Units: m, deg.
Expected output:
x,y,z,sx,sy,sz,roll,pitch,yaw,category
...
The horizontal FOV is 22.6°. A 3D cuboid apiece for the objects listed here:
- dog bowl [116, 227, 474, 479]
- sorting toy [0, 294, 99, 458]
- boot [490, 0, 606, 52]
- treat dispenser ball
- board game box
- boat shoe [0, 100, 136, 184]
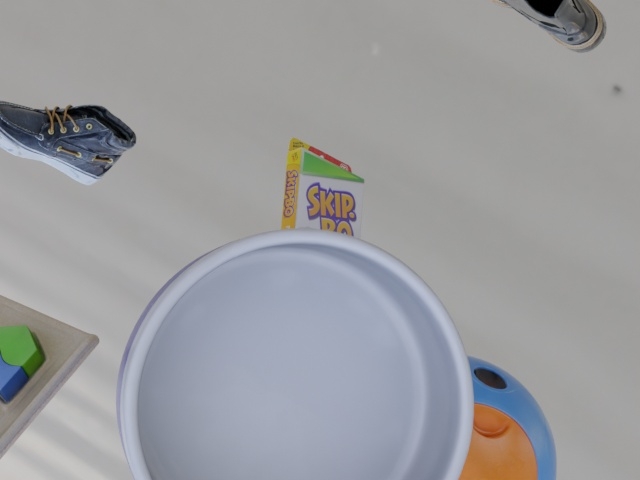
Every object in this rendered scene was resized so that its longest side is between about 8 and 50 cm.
x,y,z,sx,sy,sz,roll,pitch,yaw,category
-0.023,0.124,1.222,0.265,0.265,0.104,39,172,-8,dog bowl
-0.305,0.115,1.280,0.208,0.193,0.038,16,146,37,sorting toy
0.209,-0.285,1.702,0.198,0.077,0.137,36,-171,24,boot
0.164,0.291,2.090,0.288,0.288,0.288,27,152,16,treat dispenser ball
0.000,0.000,2.064,0.039,0.259,0.124,-18,149,40,board game box
-0.298,-0.131,1.817,0.083,0.065,0.183,-39,139,24,boat shoe
